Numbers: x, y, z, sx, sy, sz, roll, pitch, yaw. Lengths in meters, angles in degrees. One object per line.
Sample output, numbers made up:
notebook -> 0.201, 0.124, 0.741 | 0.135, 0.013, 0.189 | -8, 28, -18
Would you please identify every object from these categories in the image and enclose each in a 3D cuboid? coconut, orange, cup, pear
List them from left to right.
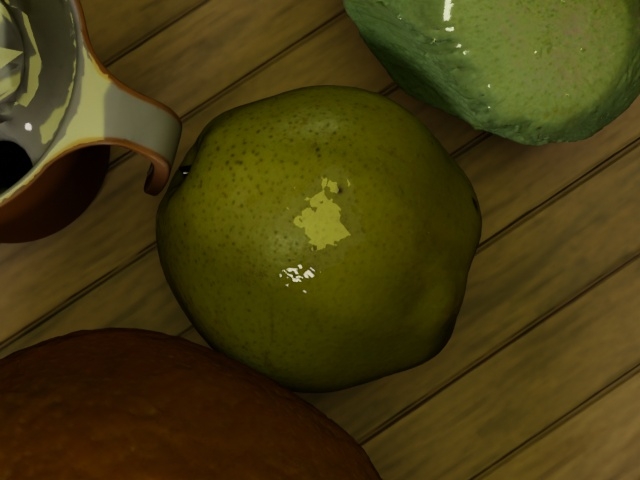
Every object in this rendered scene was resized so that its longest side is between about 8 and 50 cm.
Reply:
cup -> -0.188, -0.074, 0.837 | 0.226, 0.264, 0.182 | 16, 83, 3
orange -> -0.096, 0.222, 0.764 | 0.357, 0.322, 0.322 | 41, 84, 14
pear -> 0.000, 0.001, 0.864 | 0.198, 0.198, 0.198 | 0, 82, 1
coconut -> 0.111, -0.176, 0.884 | 0.236, 0.236, 0.204 | 11, 117, 2
